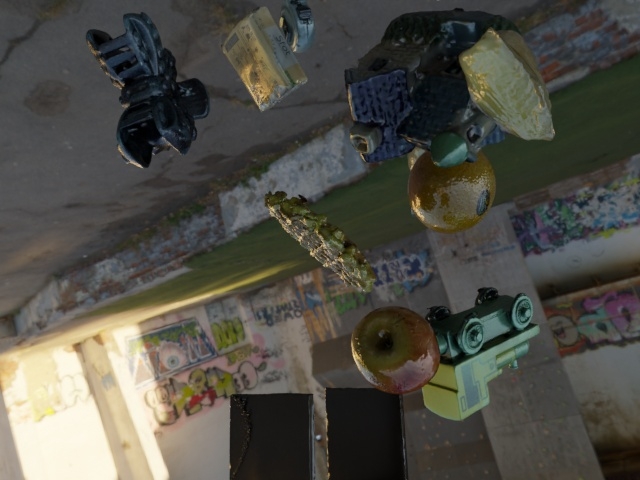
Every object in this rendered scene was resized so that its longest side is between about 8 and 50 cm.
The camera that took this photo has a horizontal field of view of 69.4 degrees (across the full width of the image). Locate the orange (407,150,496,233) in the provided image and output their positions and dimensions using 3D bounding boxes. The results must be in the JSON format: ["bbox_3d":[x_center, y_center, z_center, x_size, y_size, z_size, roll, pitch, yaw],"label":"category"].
[{"bbox_3d":[0.326,-0.130,1.158,0.236,0.236,0.236,-18,173,-2],"label":"orange"}]

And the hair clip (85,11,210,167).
[{"bbox_3d":[-0.362,-0.312,0.994,0.194,0.310,0.206,-16,177,7],"label":"hair clip"}]

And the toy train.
[{"bbox_3d":[0.400,0.255,1.132,0.369,0.237,0.150,-13,-174,-32],"label":"toy train"}]

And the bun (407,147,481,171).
[{"bbox_3d":[0.408,-0.294,1.486,0.273,0.168,0.273,-15,128,-20],"label":"bun"}]

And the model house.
[{"bbox_3d":[0.198,-0.268,0.903,0.298,0.243,0.284,27,-117,39],"label":"model house"}]

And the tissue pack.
[{"bbox_3d":[-0.154,-0.481,1.240,0.090,0.222,0.186,-39,-167,-37],"label":"tissue pack"}]

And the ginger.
[{"bbox_3d":[0.311,-0.245,0.727,0.122,0.193,0.115,-41,-172,-32],"label":"ginger"}]

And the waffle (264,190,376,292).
[{"bbox_3d":[0.000,0.000,1.093,0.068,0.325,0.302,-50,136,-12],"label":"waffle"}]

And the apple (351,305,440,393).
[{"bbox_3d":[0.125,0.180,0.757,0.146,0.146,0.146,-18,173,-2],"label":"apple"}]

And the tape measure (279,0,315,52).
[{"bbox_3d":[-0.087,-0.608,1.448,0.084,0.164,0.330,-14,157,-16],"label":"tape measure"}]

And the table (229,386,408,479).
[{"bbox_3d":[0.007,0.387,0.748,0.196,0.282,0.251,-17,158,41],"label":"table"}]

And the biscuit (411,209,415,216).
[{"bbox_3d":[0.455,-0.230,1.725,0.186,0.309,0.079,-1,147,39],"label":"biscuit"}]
